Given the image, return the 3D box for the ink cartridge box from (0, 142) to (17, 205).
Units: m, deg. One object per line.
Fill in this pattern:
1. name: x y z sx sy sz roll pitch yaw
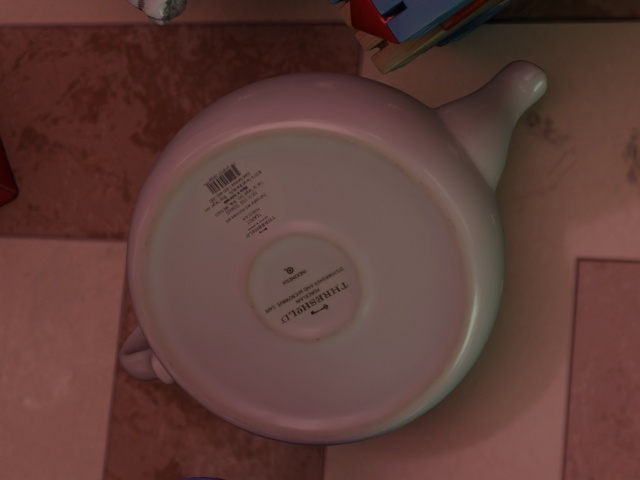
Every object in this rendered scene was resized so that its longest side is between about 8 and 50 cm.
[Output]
1. ink cartridge box: -0.378 -0.064 1.113 0.197 0.273 0.114 -26 73 13

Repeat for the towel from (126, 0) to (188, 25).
1. towel: -0.107 -0.308 0.927 0.235 0.121 0.283 43 96 22

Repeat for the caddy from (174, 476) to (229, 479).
1. caddy: -0.015 0.276 0.935 0.341 0.179 0.241 12 90 37

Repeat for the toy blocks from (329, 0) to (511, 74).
1. toy blocks: 0.108 -0.203 0.933 0.261 0.381 0.190 -34 90 22

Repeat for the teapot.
1. teapot: 0.000 0.000 1.024 0.256 0.187 0.252 10 111 4
